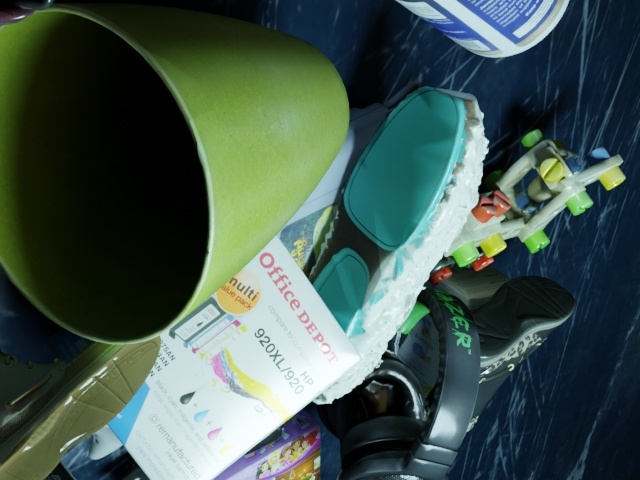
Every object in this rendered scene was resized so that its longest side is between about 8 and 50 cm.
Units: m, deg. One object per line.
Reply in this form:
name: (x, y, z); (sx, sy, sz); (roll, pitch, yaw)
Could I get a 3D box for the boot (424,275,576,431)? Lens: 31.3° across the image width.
boot: (0.225, 0.151, 1.490); (0.236, 0.085, 0.178); (-24, 146, -44)

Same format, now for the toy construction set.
toy construction set: (0.210, -0.053, 1.404); (0.328, 0.151, 0.215); (5, 144, -43)

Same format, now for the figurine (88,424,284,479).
figurine: (-0.164, 0.203, 1.297); (0.209, 0.092, 0.215); (-34, 138, -16)

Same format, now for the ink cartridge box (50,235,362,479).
ink cartridge box: (-0.115, 0.108, 1.134); (0.233, 0.168, 0.171); (-37, 107, -11)

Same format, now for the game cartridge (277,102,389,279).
game cartridge: (0.000, 0.000, 1.326); (0.196, 0.060, 0.294); (-25, 135, -25)

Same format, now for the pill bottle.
pill bottle: (0.132, -0.294, 1.139); (0.265, 0.153, 0.153); (20, 104, -52)

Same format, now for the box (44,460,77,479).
box: (-0.312, 0.249, 0.983); (0.257, 0.322, 0.079); (11, 111, -50)

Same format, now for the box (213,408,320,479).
box: (-0.129, 0.357, 1.474); (0.293, 0.057, 0.200); (-27, 135, -29)

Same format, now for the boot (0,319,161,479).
boot: (-0.258, 0.112, 0.986); (0.213, 0.165, 0.077); (-43, 149, -10)

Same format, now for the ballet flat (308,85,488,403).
ballet flat: (0.079, 0.005, 1.263); (0.147, 0.147, 0.408); (0, 128, -46)

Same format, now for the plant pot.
plant pot: (-0.111, -0.090, 1.002); (0.293, 0.275, 0.274); (-28, 139, -51)

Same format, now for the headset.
headset: (0.097, 0.245, 1.409); (0.185, 0.243, 0.394); (19, 117, -22)

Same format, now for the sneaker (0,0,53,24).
sneaker: (-0.205, -0.215, 0.845); (0.281, 0.162, 0.106); (-25, 133, -30)

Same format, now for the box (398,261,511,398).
box: (0.175, 0.131, 1.567); (0.114, 0.103, 0.203); (-8, 125, -42)
